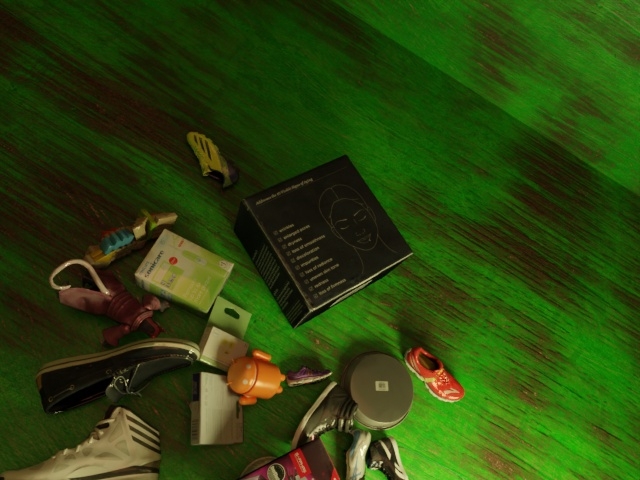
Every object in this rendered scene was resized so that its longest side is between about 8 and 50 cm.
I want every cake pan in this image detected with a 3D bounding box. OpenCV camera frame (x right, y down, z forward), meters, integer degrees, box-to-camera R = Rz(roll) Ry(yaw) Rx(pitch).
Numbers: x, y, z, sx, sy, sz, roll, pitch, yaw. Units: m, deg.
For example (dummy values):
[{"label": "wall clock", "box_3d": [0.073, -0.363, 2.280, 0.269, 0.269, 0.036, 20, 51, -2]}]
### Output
[{"label": "cake pan", "box_3d": [0.222, 0.554, 1.911, 0.294, 0.054, 0.293, 7, 64, -14]}]

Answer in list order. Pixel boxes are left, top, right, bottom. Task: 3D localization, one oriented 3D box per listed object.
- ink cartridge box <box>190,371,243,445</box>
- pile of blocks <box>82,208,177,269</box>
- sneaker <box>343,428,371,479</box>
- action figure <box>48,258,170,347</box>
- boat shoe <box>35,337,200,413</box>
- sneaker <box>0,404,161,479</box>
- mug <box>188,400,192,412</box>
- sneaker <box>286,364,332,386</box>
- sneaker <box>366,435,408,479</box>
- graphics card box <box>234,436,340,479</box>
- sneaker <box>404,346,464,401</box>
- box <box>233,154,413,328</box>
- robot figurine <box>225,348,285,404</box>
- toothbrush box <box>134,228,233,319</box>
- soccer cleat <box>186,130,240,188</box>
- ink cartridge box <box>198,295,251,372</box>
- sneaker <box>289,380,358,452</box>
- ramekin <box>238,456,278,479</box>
[{"label": "ink cartridge box", "box_3d": [-0.339, 0.558, 1.687, 0.045, 0.224, 0.223, -16, 63, 24]}, {"label": "pile of blocks", "box_3d": [-0.701, -0.030, 1.832, 0.362, 0.149, 0.112, -33, 69, -29]}, {"label": "sneaker", "box_3d": [0.116, 0.777, 1.771, 0.086, 0.085, 0.237, 5, 67, 19]}, {"label": "action figure", "box_3d": [-0.654, 0.204, 1.685, 0.370, 0.275, 0.248, 28, 54, 12]}, {"label": "boat shoe", "box_3d": [-0.628, 0.427, 1.609, 0.501, 0.186, 0.155, -11, 57, -11]}, {"label": "sneaker", "box_3d": [-0.710, 0.637, 1.544, 0.448, 0.169, 0.257, 7, 56, -23]}, {"label": "mug", "box_3d": [-0.402, 0.558, 1.709, 0.064, 0.062, 0.078, -24, 45, -17]}, {"label": "sneaker", "box_3d": [-0.040, 0.484, 1.855, 0.170, 0.068, 0.071, -3, 62, -18]}, {"label": "sneaker", "box_3d": [0.228, 0.811, 1.790, 0.121, 0.079, 0.216, -8, 61, -17]}, {"label": "graphics card box", "box_3d": [-0.111, 0.783, 1.540, 0.371, 0.094, 0.232, -15, 67, -32]}, {"label": "sneaker", "box_3d": [0.444, 0.515, 1.961, 0.279, 0.118, 0.107, 39, 62, 2]}, {"label": "box", "box_3d": [0.000, 0.000, 1.953, 0.480, 0.297, 0.471, -27, 78, -25]}, {"label": "robot figurine", "box_3d": [-0.225, 0.470, 1.742, 0.219, 0.158, 0.128, 27, 18, -38]}, {"label": "toothbrush box", "box_3d": [-0.489, 0.123, 1.845, 0.283, 0.122, 0.206, 27, 61, -2]}, {"label": "soccer cleat", "box_3d": [-0.455, -0.329, 2.076, 0.289, 0.093, 0.121, 44, 68, 6]}, {"label": "ink cartridge box", "box_3d": [-0.326, 0.334, 1.789, 0.171, 0.056, 0.235, 37, 61, -35]}, {"label": "sneaker", "box_3d": [0.023, 0.639, 1.762, 0.147, 0.104, 0.295, 28, 55, 21]}, {"label": "ramekin", "box_3d": [-0.163, 0.807, 1.645, 0.207, 0.109, 0.207, 7, 64, -14]}]
